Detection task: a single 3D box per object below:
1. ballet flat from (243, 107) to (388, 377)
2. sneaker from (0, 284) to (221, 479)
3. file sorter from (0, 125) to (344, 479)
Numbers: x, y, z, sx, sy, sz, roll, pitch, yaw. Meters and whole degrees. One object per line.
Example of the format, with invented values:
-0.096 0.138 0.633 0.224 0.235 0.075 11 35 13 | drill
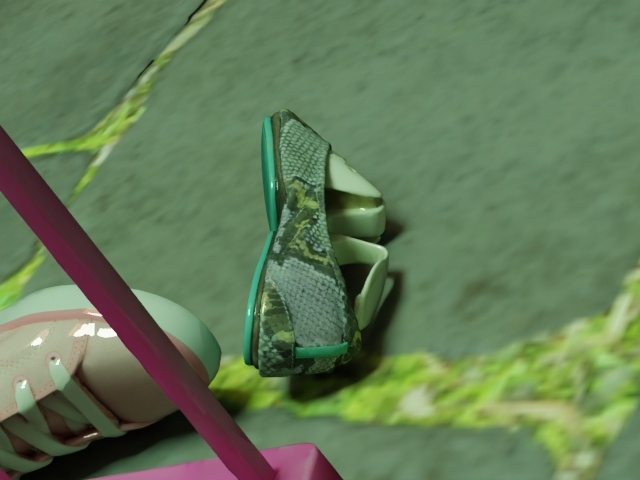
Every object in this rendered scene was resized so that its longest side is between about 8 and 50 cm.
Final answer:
0.000 0.000 0.518 0.041 0.041 0.114 -22 31 15 | ballet flat
-0.092 0.055 0.501 0.134 0.051 0.070 -7 48 27 | sneaker
-0.179 0.094 0.366 0.290 0.182 0.202 -13 40 28 | file sorter
